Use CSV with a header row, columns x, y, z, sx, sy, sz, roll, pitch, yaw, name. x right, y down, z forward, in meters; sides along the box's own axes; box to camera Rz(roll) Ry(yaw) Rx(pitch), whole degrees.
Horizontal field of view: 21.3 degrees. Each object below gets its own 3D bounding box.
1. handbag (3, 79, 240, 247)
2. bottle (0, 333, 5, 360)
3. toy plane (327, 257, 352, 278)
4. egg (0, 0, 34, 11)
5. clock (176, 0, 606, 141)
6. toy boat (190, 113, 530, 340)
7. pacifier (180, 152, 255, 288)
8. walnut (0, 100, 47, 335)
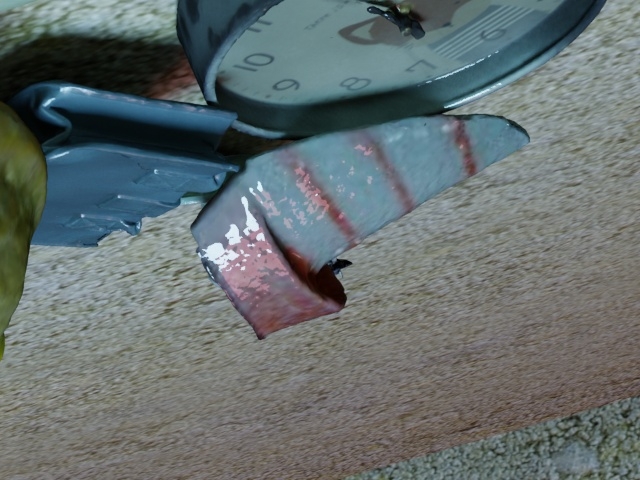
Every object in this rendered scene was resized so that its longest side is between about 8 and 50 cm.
x,y,z,sx,sy,sz,roll,pitch,yaw,name
-0.179,-0.052,1.285,0.179,0.062,0.229,6,162,-34,handbag
-0.389,0.073,1.505,0.082,0.082,0.286,-23,160,16,bottle
0.000,-0.001,1.651,0.053,0.078,0.197,-21,175,3,toy plane
-0.167,-0.210,0.650,0.352,0.259,0.258,-9,160,-9,egg
0.057,-0.171,1.241,0.325,0.067,0.325,-15,161,-5,clock
0.039,-0.038,1.389,0.282,0.096,0.206,-28,139,3,toy boat
-0.088,-0.015,1.481,0.150,0.117,0.126,-9,-175,-32,pacifier
-0.310,-0.025,1.086,0.282,0.227,0.283,-17,147,-11,walnut
